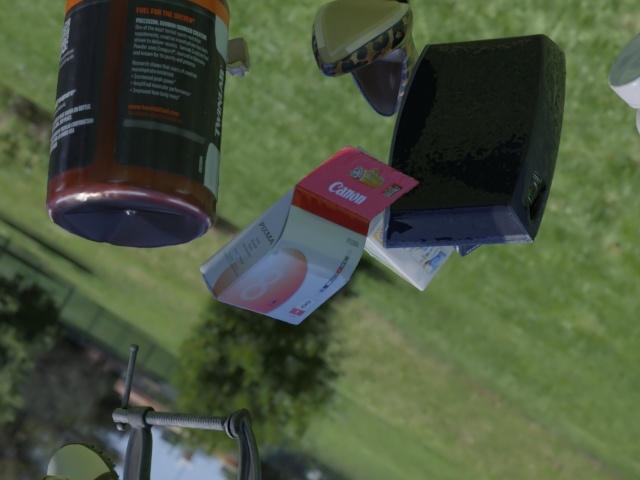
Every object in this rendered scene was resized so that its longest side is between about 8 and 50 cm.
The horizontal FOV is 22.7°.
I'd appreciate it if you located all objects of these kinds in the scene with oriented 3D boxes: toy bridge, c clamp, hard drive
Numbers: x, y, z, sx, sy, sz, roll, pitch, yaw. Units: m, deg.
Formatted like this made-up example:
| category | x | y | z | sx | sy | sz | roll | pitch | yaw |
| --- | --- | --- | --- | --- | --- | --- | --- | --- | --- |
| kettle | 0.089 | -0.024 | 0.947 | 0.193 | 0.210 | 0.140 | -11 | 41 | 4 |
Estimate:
| category | x | y | z | sx | sy | sz | roll | pitch | yaw |
| --- | --- | --- | --- | --- | --- | --- | --- | --- | --- |
| toy bridge | -0.105 | -0.194 | 1.524 | 0.026 | 0.063 | 0.188 | -14 | 160 | 13 |
| c clamp | -0.102 | 0.153 | 1.191 | 0.160 | 0.137 | 0.022 | 6 | 173 | 40 |
| hard drive | 0.151 | -0.106 | 1.595 | 0.172 | 0.255 | 0.054 | -2 | 140 | 22 |

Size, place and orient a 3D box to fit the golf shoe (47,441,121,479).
| category | x | y | z | sx | sy | sz | roll | pitch | yaw |
| --- | --- | --- | --- | --- | --- | --- | --- | --- | --- |
| golf shoe | -0.289 | 0.331 | 1.816 | 0.120 | 0.105 | 0.273 | 26 | -149 | -35 |

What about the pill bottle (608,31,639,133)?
| category | x | y | z | sx | sy | sz | roll | pitch | yaw |
| --- | --- | --- | --- | --- | --- | --- | --- | --- | --- |
| pill bottle | 0.357 | -0.113 | 1.464 | 0.186 | 0.112 | 0.112 | 39 | 176 | -18 |

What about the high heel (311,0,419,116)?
| category | x | y | z | sx | sy | sz | roll | pitch | yaw |
| --- | --- | --- | --- | --- | --- | --- | --- | --- | --- |
| high heel | 0.051 | -0.173 | 1.689 | 0.093 | 0.186 | 0.261 | 10 | -147 | 16 |

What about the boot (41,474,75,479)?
| category | x | y | z | sx | sy | sz | roll | pitch | yaw |
| --- | --- | --- | --- | --- | --- | --- | --- | --- | --- |
| boot | -0.176 | 0.306 | 1.491 | 0.269 | 0.089 | 0.236 | 55 | -174 | -33 |

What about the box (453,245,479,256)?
| category | x | y | z | sx | sy | sz | roll | pitch | yaw |
| --- | --- | --- | --- | --- | --- | --- | --- | --- | --- |
| box | 0.186 | -0.026 | 1.789 | 0.018 | 0.083 | 0.067 | 49 | 163 | 31 |

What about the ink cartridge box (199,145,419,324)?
| category | x | y | z | sx | sy | sz | roll | pitch | yaw |
| --- | --- | --- | --- | --- | --- | --- | --- | --- | --- |
| ink cartridge box | 0.000 | 0.000 | 1.435 | 0.145 | 0.179 | 0.045 | 22 | -145 | -58 |

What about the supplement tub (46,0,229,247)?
| category | x | y | z | sx | sy | sz | roll | pitch | yaw |
| --- | --- | --- | --- | --- | --- | --- | --- | --- | --- |
| supplement tub | -0.110 | -0.102 | 0.990 | 0.106 | 0.198 | 0.106 | 3 | 162 | 1 |

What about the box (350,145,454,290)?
| category | x | y | z | sx | sy | sz | roll | pitch | yaw |
| --- | --- | --- | --- | --- | --- | --- | --- | --- | --- |
| box | 0.099 | -0.030 | 2.261 | 0.114 | 0.103 | 0.203 | 36 | 176 | 35 |
